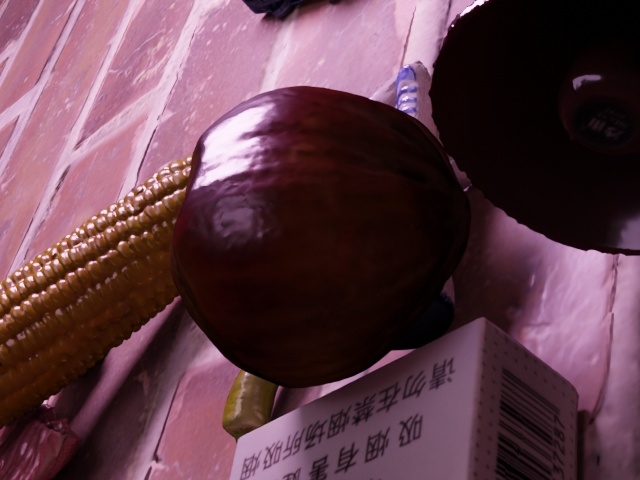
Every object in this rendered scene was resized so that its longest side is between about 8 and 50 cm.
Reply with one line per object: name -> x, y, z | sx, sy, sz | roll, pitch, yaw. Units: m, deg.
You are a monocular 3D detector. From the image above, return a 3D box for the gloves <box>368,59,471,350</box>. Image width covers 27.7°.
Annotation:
gloves -> 0.060, -0.034, 0.909 | 0.119, 0.097, 0.229 | 99, -176, -55

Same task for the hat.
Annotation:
hat -> -0.346, 0.264, 1.202 | 0.286, 0.107, 0.237 | -55, 16, -15

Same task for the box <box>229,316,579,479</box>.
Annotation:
box -> 0.025, 0.224, 0.667 | 0.210, 0.095, 0.330 | -31, 35, 38

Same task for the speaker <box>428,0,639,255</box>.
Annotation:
speaker -> 0.194, -0.197, 0.749 | 0.198, 0.259, 0.329 | 6, 54, 27

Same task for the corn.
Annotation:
corn -> -0.222, 0.054, 1.191 | 0.363, 0.120, 0.120 | -37, 27, 0

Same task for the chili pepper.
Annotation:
chili pepper -> -0.019, 0.069, 0.985 | 0.208, 0.043, 0.049 | -58, 14, -11

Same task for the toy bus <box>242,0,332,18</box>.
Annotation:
toy bus -> -0.023, -0.308, 1.410 | 0.236, 0.079, 0.094 | -2, 54, 57

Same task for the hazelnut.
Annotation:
hazelnut -> 0.000, 0.000, 0.754 | 0.178, 0.178, 0.204 | -48, -8, 11
